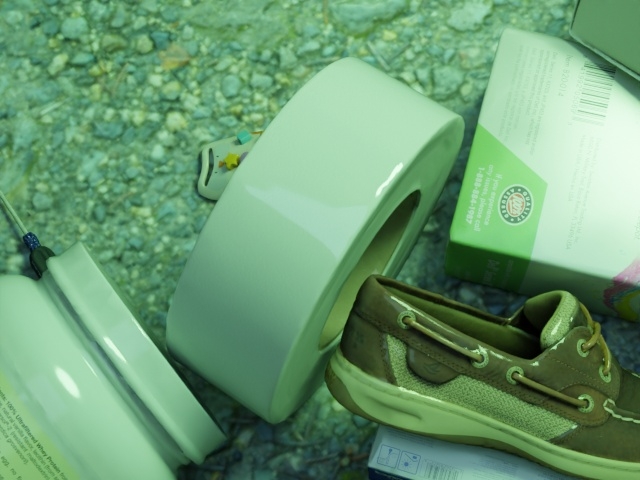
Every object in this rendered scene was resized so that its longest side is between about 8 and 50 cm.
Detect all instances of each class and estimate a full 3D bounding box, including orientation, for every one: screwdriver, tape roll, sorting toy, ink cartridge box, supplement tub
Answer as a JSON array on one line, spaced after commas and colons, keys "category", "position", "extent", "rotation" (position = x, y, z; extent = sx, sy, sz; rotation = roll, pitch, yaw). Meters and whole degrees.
[{"category": "screwdriver", "position": [-0.277, -0.016, 1.101], "extent": [0.024, 0.025, 0.170], "rotation": [-34, 75, -7]}, {"category": "tape roll", "position": [0.000, 0.000, 0.947], "extent": [0.100, 0.286, 0.286], "rotation": [31, 78, 12]}, {"category": "sorting toy", "position": [-0.077, -0.067, 1.102], "extent": [0.075, 0.045, 0.083], "rotation": [-3, 72, 22]}, {"category": "ink cartridge box", "position": [0.143, 0.199, 0.976], "extent": [0.207, 0.097, 0.046], "rotation": [16, 74, 8]}, {"category": "supplement tub", "position": [-0.260, 0.175, 0.933], "extent": [0.325, 0.235, 0.235], "rotation": [-37, 75, -8]}, {"category": "ink cartridge box", "position": [0.301, -0.035, 1.024], "extent": [0.353, 0.119, 0.207], "rotation": [14, 74, 8]}]

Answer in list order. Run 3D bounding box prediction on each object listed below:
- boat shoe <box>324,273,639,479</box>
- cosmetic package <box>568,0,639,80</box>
[{"category": "boat shoe", "position": [0.180, 0.100, 0.946], "extent": [0.342, 0.123, 0.123], "rotation": [14, 107, -8]}, {"category": "cosmetic package", "position": [0.365, -0.243, 1.011], "extent": [0.296, 0.129, 0.153], "rotation": [-32, 60, -32]}]
